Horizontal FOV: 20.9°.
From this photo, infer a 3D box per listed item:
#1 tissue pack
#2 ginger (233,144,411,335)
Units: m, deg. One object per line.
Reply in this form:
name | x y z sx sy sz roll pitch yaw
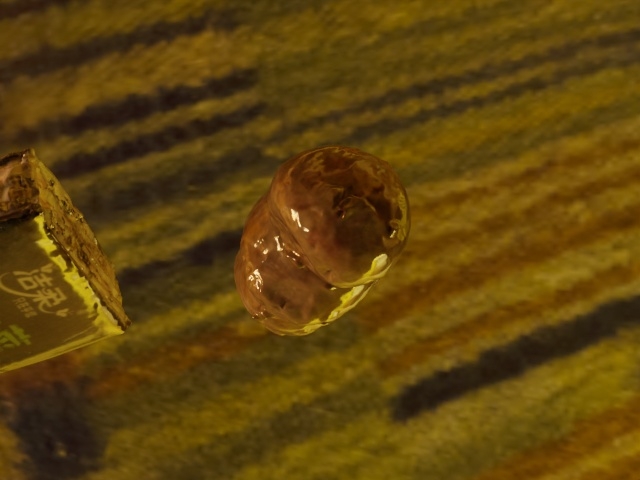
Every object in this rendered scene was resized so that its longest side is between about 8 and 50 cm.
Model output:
tissue pack | -0.268 0.038 1.178 0.235 0.073 0.173 -20 147 5
ginger | 0.000 0.000 0.954 0.104 0.204 0.080 -41 86 -10
